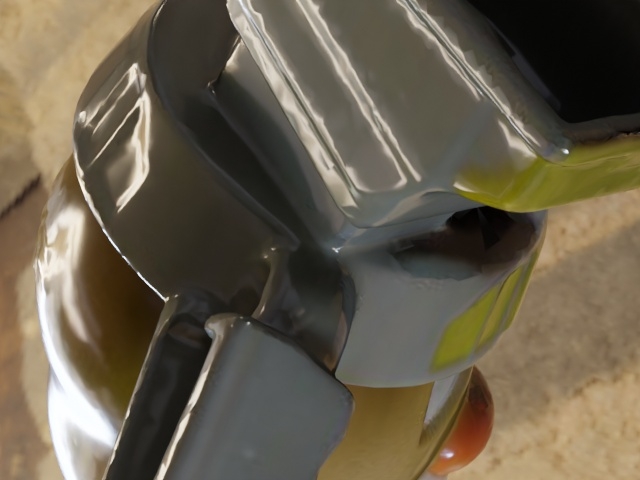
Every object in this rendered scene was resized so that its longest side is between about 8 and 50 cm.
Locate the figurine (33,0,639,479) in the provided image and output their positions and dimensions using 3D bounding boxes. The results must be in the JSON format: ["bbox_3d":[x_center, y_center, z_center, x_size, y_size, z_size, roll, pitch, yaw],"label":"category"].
[{"bbox_3d":[-0.001,-0.001,0.494,0.167,0.342,0.285,40,-54,9],"label":"figurine"}]
